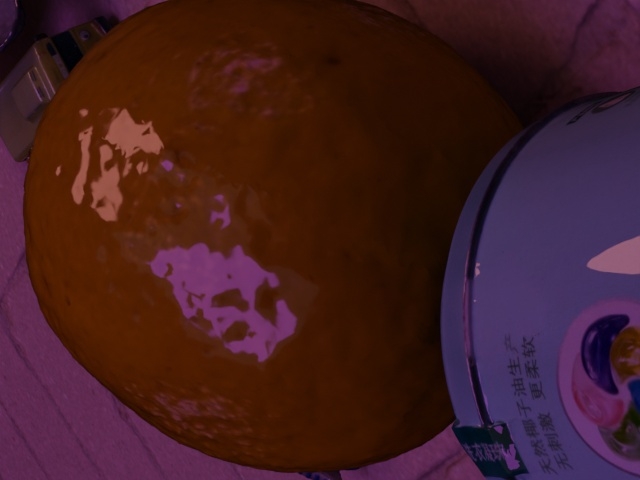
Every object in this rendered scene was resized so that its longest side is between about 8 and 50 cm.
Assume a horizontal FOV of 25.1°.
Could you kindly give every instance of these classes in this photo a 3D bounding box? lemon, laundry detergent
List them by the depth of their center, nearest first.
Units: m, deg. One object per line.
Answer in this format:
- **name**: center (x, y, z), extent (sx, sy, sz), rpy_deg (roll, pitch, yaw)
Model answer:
- **laundry detergent**: center (0.236, 0.041, 0.753), extent (0.305, 0.287, 0.287), rpy_deg (-16, 100, 55)
- **lemon**: center (0.000, 0.000, 0.991), extent (0.364, 0.364, 0.364), rpy_deg (32, 136, 37)

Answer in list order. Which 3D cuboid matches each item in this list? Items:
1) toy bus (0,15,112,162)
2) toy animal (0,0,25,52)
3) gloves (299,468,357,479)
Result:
- **toy bus**: center (-0.261, -0.147, 1.437), extent (0.175, 0.101, 0.088), rpy_deg (-29, 86, 57)
- **toy animal**: center (-0.315, -0.263, 1.374), extent (0.255, 0.176, 0.239), rpy_deg (8, 77, 51)
- **gloves**: center (-0.032, 0.133, 1.356), extent (0.229, 0.097, 0.119), rpy_deg (60, 176, -6)
